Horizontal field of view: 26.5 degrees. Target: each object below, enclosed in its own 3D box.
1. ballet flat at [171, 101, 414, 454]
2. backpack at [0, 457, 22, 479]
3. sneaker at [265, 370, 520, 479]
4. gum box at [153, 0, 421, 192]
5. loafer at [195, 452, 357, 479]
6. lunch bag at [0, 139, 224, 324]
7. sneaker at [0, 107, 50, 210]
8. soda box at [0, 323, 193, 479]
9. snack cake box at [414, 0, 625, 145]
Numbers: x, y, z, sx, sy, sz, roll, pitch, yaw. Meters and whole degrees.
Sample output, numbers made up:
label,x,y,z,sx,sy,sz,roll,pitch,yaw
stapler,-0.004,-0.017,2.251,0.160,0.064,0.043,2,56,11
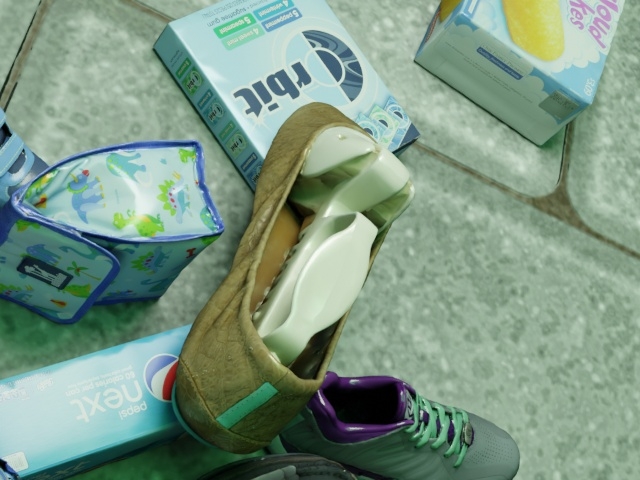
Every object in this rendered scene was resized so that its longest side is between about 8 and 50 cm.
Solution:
label,x,y,z,sx,sy,sz,roll,pitch,yaw
ballet flat,0.000,0.000,0.967,0.116,0.124,0.342,42,44,-15
backpack,-0.222,0.187,0.764,0.158,0.173,0.117,-61,148,-5
sneaker,0.070,0.148,1.025,0.224,0.098,0.083,12,61,-24
gum box,-0.026,-0.126,1.147,0.157,0.041,0.184,-32,83,-37
loafer,-0.084,0.220,0.892,0.303,0.095,0.109,-16,92,-33
lunch bag,-0.163,-0.005,0.953,0.151,0.129,0.096,-4,68,-32
sneaker,-0.247,-0.070,0.982,0.144,0.059,0.053,34,52,-12
soda box,-0.149,0.116,0.933,0.210,0.071,0.067,-14,73,-34
snack cake box,0.210,-0.241,1.311,0.152,0.089,0.264,32,54,-11
